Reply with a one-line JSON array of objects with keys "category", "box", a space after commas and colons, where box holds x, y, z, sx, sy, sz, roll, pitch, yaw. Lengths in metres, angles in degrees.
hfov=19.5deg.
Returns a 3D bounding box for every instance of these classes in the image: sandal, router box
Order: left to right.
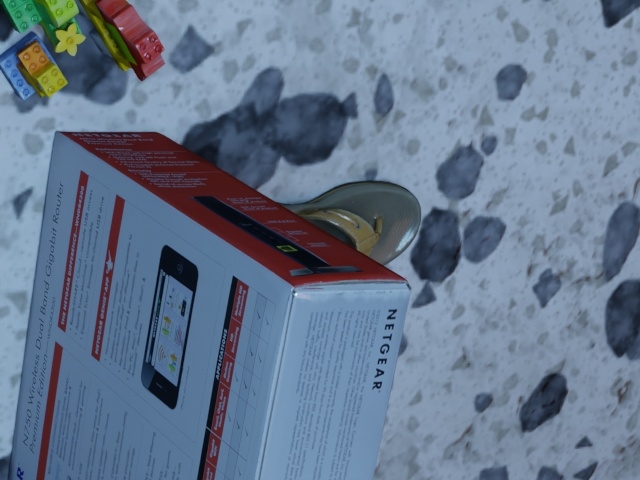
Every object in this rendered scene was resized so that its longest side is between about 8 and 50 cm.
[{"category": "router box", "box": [-0.089, 0.130, 1.160, 0.082, 0.301, 0.335, -1, 110, -34]}, {"category": "sandal", "box": [0.000, 0.000, 1.328, 0.180, 0.049, 0.072, -5, 112, -33]}]

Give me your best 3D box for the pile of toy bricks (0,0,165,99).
[{"category": "pile of toy bricks", "box": [-0.175, -0.158, 1.103, 0.118, 0.105, 0.212, -40, 127, -15]}]
